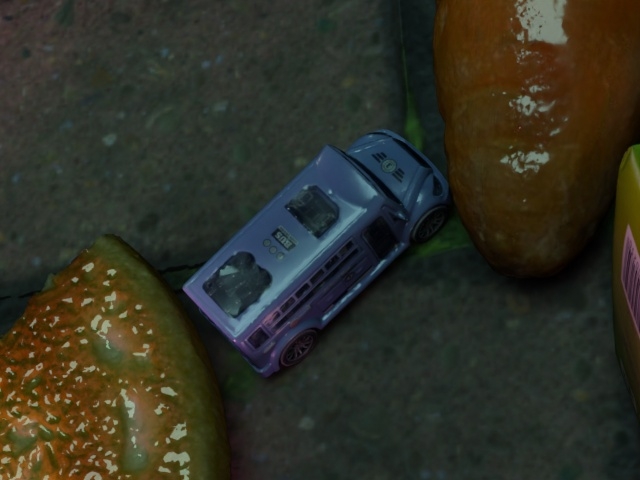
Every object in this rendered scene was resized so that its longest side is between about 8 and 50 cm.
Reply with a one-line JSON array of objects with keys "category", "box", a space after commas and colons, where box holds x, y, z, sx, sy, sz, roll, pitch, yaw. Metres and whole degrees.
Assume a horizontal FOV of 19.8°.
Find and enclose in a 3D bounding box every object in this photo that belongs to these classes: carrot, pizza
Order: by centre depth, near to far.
[{"category": "carrot", "box": [0.126, -0.088, 1.084, 0.159, 0.159, 0.225, 7, 82, 20]}, {"category": "pizza", "box": [-0.162, 0.146, 1.098, 0.229, 0.081, 0.289, -14, 64, 5]}]

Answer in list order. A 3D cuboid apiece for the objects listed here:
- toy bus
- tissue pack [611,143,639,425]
[{"category": "toy bus", "box": [0.000, 0.000, 1.112, 0.167, 0.076, 0.073, -45, 63, -3]}, {"category": "tissue pack", "box": [0.252, 0.099, 0.878, 0.167, 0.200, 0.274, -13, 50, 0]}]
